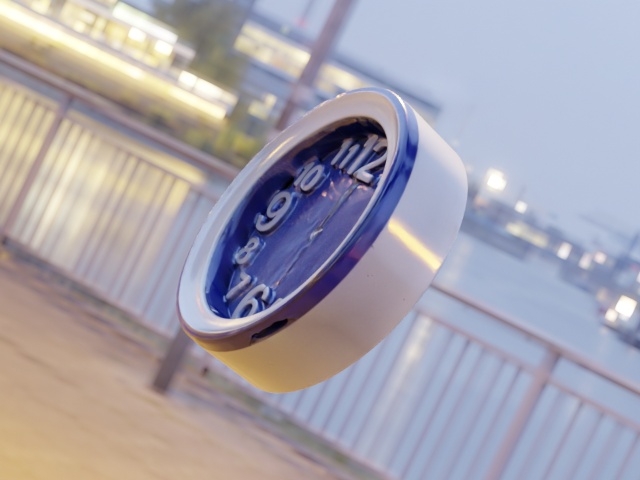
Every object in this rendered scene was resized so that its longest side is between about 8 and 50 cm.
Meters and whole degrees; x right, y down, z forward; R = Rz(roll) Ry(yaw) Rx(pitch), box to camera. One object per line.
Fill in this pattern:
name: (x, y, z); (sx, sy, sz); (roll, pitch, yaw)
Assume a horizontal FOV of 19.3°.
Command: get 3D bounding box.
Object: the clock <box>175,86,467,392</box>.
clock: (0.000, 0.000, 1.364); (0.083, 0.230, 0.230); (43, -4, -24)
